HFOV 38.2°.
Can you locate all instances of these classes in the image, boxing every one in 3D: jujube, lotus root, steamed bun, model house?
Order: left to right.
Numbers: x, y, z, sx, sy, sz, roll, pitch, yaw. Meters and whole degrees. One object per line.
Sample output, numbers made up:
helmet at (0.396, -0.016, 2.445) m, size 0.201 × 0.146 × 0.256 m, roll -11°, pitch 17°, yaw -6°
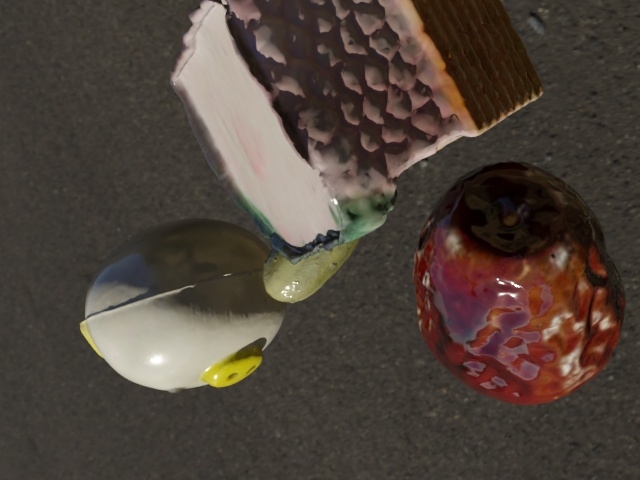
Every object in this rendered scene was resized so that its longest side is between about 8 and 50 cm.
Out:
steamed bun at (-0.239, 0.113, 1.675) m, size 0.334 × 0.374 × 0.333 m, roll 7°, pitch 100°, yaw 40°
lotus root at (0.001, 0.001, 1.130) m, size 0.077 × 0.090 × 0.183 m, roll 41°, pitch 97°, yaw 8°
model house at (0.033, -0.127, 0.752) m, size 0.202 × 0.237 × 0.237 m, roll 58°, pitch 163°, yaw -2°
jujube at (0.206, 0.050, 0.970) m, size 0.223 × 0.223 × 0.318 m, roll 42°, pitch 167°, yaw 30°
